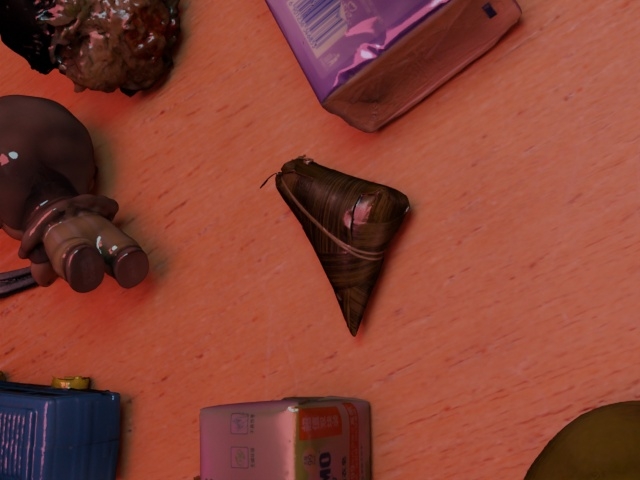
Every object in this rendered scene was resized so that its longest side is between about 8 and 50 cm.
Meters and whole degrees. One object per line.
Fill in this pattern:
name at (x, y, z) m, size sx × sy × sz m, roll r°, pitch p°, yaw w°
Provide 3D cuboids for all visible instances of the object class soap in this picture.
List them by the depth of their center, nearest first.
soap at (-0.036, 0.276, 0.926) m, size 0.139 × 0.182 × 0.199 m, roll -6°, pitch 80°, yaw 28°

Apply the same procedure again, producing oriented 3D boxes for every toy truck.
toy truck at (-0.465, 0.267, 1.182) m, size 0.385 × 0.162 × 0.161 m, roll 0°, pitch 83°, yaw 30°

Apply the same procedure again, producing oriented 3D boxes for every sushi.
sushi at (-0.318, -0.325, 1.173) m, size 0.219 × 0.225 × 0.238 m, roll 31°, pitch 130°, yaw 21°

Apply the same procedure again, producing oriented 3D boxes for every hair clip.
hair clip at (-0.484, 0.058, 1.291) m, size 0.275 × 0.083 × 0.048 m, roll -16°, pitch 69°, yaw 19°

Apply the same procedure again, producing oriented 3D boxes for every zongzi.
zongzi at (0.000, 0.000, 1.019) m, size 0.187 × 0.084 × 0.184 m, roll 24°, pitch 104°, yaw 37°

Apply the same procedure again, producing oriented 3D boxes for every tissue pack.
tissue pack at (0.051, -0.338, 0.995) m, size 0.242 × 0.160 × 0.338 m, roll -34°, pitch 66°, yaw 19°

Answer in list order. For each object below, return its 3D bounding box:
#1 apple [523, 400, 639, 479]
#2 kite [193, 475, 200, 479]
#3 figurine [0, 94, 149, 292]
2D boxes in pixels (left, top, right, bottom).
apple at (0.297, 0.279, 0.698) m, size 0.292 × 0.254 × 0.291 m, roll -8°, pitch 76°, yaw 33°
kite at (-0.127, 0.425, 1.049) m, size 0.141 × 0.015 × 0.245 m, roll -40°, pitch 66°, yaw 15°
figurine at (-0.396, -0.066, 1.163) m, size 0.381 × 0.248 × 0.203 m, roll 43°, pitch 144°, yaw 27°
